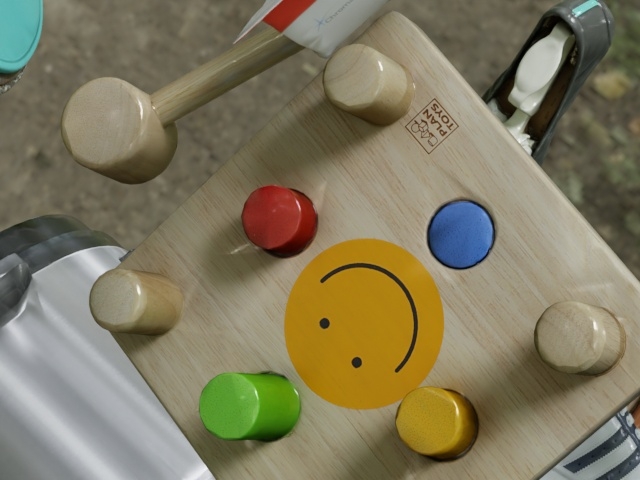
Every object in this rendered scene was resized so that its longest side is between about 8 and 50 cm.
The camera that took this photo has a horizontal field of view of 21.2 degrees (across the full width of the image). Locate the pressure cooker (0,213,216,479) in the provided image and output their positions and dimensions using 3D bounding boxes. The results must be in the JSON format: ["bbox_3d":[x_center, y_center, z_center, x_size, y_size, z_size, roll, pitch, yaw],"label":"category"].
[{"bbox_3d":[-0.251,0.181,1.557,0.420,0.370,0.375,41,21,16],"label":"pressure cooker"}]

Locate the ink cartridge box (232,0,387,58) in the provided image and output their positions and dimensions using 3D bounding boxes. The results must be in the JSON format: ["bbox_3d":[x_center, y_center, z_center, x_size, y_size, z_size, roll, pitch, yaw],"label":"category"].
[{"bbox_3d":[0.053,-0.163,0.853,0.066,0.189,0.232,45,17,-14],"label":"ink cartridge box"}]

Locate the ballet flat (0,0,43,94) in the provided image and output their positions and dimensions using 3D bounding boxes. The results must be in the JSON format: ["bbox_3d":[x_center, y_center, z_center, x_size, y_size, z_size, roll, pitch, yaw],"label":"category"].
[{"bbox_3d":[-0.324,-0.276,1.500,0.164,0.182,0.482,51,29,-40],"label":"ballet flat"}]

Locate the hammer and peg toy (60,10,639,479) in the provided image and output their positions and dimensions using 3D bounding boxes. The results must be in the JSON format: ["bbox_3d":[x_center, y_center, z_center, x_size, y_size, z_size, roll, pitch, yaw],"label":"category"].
[{"bbox_3d":[0.000,0.000,0.958,0.361,0.266,0.127,53,14,19],"label":"hammer and peg toy"}]

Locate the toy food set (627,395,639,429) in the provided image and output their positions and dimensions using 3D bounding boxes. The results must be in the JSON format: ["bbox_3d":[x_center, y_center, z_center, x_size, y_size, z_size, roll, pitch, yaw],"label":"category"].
[{"bbox_3d":[0.380,0.212,1.669,0.220,0.306,0.092,32,8,-7],"label":"toy food set"}]

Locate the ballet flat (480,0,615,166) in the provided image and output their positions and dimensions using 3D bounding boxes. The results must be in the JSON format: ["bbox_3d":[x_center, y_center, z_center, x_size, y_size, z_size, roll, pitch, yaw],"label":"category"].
[{"bbox_3d":[0.203,-0.137,1.769,0.095,0.280,0.096,37,29,19],"label":"ballet flat"}]

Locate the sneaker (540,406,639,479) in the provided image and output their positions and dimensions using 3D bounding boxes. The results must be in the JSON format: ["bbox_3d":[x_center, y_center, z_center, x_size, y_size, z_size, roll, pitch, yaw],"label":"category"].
[{"bbox_3d":[0.216,0.138,1.342,0.282,0.153,0.099,27,-7,-25],"label":"sneaker"}]
